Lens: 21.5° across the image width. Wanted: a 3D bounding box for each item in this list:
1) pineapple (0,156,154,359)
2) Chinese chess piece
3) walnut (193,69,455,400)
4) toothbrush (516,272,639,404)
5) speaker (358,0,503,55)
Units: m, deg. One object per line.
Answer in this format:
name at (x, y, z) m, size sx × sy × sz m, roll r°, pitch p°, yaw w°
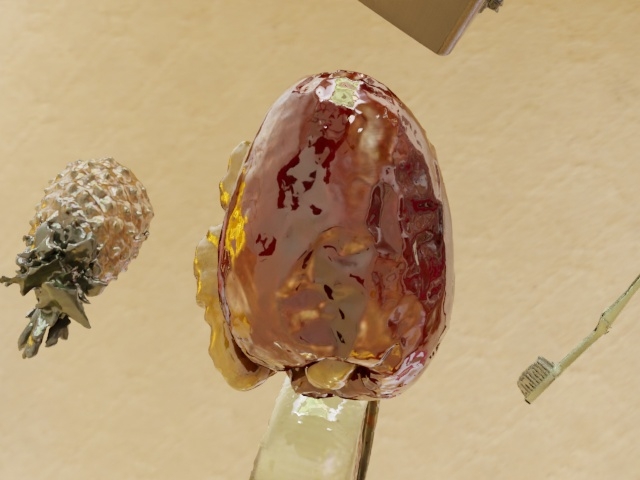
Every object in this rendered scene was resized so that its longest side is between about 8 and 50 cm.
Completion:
pineapple at (-0.322, 0.024, 2.137) m, size 0.169 × 0.340 × 0.169 m, roll 6°, pitch 120°, yaw 10°
Chinese chess piece at (-0.008, 0.243, 1.739) m, size 0.103 × 0.250 × 0.250 m, roll 12°, pitch 108°, yaw 7°
walnut at (0.000, 0.000, 1.455) m, size 0.243 × 0.221 × 0.269 m, roll -5°, pitch 73°, yaw 43°
toothbrush at (0.274, 0.050, 1.524) m, size 0.028 × 0.026 × 0.294 m, roll 41°, pitch 118°, yaw -2°
speaker at (0.129, -0.333, 1.641) m, size 0.192 × 0.153 × 0.231 m, roll 34°, pitch 138°, yaw 3°
